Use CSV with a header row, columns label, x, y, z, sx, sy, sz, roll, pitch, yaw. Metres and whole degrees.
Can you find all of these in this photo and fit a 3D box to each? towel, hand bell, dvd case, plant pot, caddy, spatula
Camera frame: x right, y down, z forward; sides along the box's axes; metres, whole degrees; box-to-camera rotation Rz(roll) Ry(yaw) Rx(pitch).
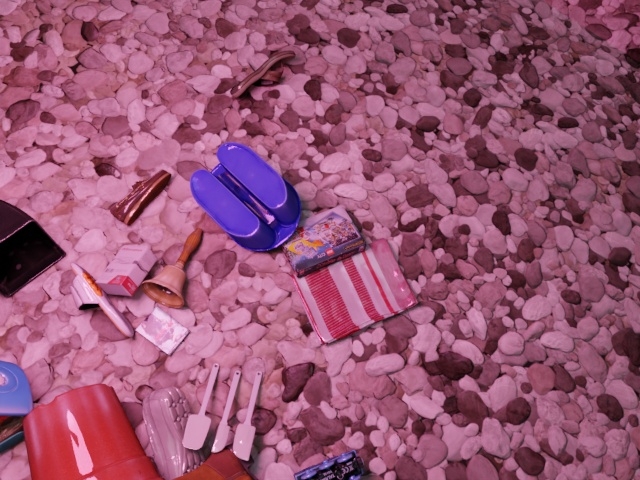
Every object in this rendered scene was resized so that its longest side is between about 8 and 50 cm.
label,x,y,z,sx,sy,sz,roll,pitch,yaw
towel,0.104,0.146,1.465,0.329,0.037,0.236,-21,72,-16
hand bell,-0.395,0.060,1.397,0.126,0.126,0.241,22,54,0
dvd case,-0.434,0.249,1.347,0.120,0.013,0.087,36,67,5
plant pot,-0.532,0.493,1.113,0.273,0.272,0.265,-24,66,-18
caddy,-0.216,-0.126,1.446,0.241,0.179,0.341,-46,73,-4
spatula,-0.241,0.428,1.257,0.168,0.019,0.241,12,45,-3
plant pot,-0.840,0.002,1.297,0.167,0.187,0.188,40,68,20

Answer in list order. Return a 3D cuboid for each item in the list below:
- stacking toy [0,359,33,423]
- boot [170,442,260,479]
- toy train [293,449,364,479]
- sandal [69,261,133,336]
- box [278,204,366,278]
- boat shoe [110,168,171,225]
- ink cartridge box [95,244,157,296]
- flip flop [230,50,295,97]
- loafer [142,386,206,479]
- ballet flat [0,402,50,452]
label,x,y,z,sx,sy,sz,roll,pitch,yaw
stacking toy,-0.837,0.427,1.128,0.301,0.166,0.175,-49,55,5
boot,-0.222,0.620,1.102,0.281,0.096,0.264,-9,63,-57
toy train,0.020,0.592,1.234,0.184,0.105,0.080,-19,76,-15
sandal,-0.606,0.170,1.303,0.076,0.102,0.265,-39,80,-16
box,0.000,0.000,1.487,0.233,0.044,0.159,-22,62,-17
boat shoe,-0.535,-0.141,1.455,0.073,0.073,0.207,35,67,4
ink cartridge box,-0.529,0.081,1.339,0.099,0.056,0.135,2,48,27
flip flop,-0.189,-0.558,1.672,0.277,0.112,0.080,-46,107,-24
loafer,-0.362,0.527,1.209,0.112,0.112,0.319,-23,75,21
ballet flat,-0.718,0.440,1.196,0.206,0.073,0.067,-25,60,-22
